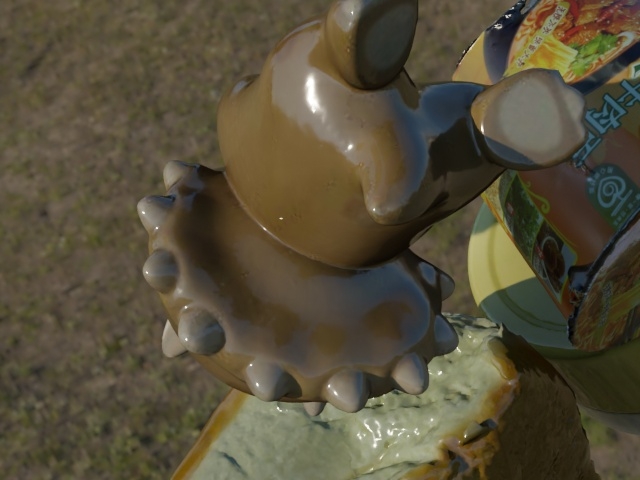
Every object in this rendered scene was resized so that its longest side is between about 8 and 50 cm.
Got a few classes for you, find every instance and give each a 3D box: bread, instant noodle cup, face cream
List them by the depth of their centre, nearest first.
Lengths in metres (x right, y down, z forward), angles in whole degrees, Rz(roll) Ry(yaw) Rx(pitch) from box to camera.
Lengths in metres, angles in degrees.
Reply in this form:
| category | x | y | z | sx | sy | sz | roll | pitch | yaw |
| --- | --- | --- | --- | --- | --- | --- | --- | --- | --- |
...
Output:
| category | x | y | z | sx | sy | sz | roll | pitch | yaw |
| --- | --- | --- | --- | --- | --- | --- | --- | --- | --- |
| instant noodle cup | 0.202 | -0.067 | 0.958 | 0.230 | 0.230 | 0.182 | -31 | 62 | -17 |
| bread | 0.036 | 0.191 | 1.007 | 0.225 | 0.250 | 0.279 | 26 | 68 | 41 |
| face cream | 0.256 | 0.031 | 1.170 | 0.218 | 0.179 | 0.218 | -18 | 55 | 27 |

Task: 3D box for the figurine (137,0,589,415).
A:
| category | x | y | z | sx | sy | sz | roll | pitch | yaw |
| --- | --- | --- | --- | --- | --- | --- | --- | --- | --- |
| figurine | 0.002 | 0.002 | 0.721 | 0.247 | 0.177 | 0.173 | -16 | 52 | 54 |

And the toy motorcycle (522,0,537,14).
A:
| category | x | y | z | sx | sy | sz | roll | pitch | yaw |
| --- | --- | --- | --- | --- | --- | --- | --- | --- | --- |
| toy motorcycle | 0.366 | -0.144 | 1.654 | 0.340 | 0.223 | 0.108 | 39 | 75 | 13 |
